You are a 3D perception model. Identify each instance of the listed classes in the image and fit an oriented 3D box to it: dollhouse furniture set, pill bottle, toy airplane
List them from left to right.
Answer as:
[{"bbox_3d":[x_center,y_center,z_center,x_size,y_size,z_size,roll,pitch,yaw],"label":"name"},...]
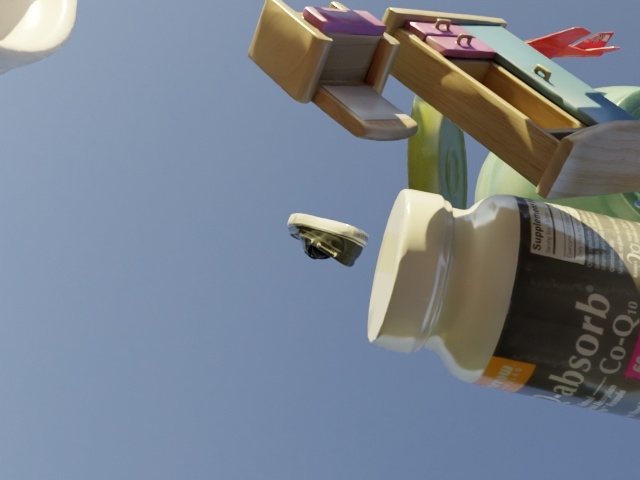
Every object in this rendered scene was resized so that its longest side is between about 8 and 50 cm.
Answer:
[{"bbox_3d":[0.188,0.051,0.888,0.278,0.162,0.162,12,-71,-4],"label":"pill bottle"},{"bbox_3d":[0.157,-0.208,0.726,0.198,0.286,0.303,43,-56,35],"label":"dollhouse furniture set"},{"bbox_3d":[0.275,-0.220,1.243,0.151,0.151,0.028,-5,-86,44],"label":"toy airplane"}]

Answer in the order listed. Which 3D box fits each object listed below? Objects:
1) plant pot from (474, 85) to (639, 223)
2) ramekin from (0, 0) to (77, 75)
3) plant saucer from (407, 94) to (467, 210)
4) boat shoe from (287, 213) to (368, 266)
[{"bbox_3d":[0.341,-0.049,1.181,0.293,0.293,0.196,68,-21,13],"label":"plant pot"},{"bbox_3d":[-0.312,-0.215,0.746,0.135,0.277,0.277,-28,-105,19],"label":"ramekin"},{"bbox_3d":[0.163,-0.090,1.452,0.037,0.241,0.241,-2,-85,19],"label":"plant saucer"},{"bbox_3d":[0.000,0.000,1.148,0.142,0.049,0.040,11,-104,62],"label":"boat shoe"}]
